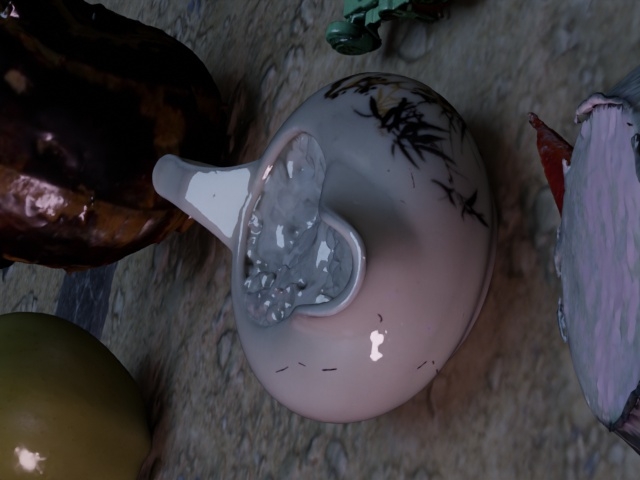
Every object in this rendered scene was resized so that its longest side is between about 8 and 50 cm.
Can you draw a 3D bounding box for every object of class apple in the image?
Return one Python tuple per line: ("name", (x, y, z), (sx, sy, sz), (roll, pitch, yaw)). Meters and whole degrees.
("apple", (-0.247, 0.160, 1.225), (0.200, 0.200, 0.200), (-41, 42, 51))

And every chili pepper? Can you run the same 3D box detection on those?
("chili pepper", (0.135, -0.008, 0.705), (0.027, 0.045, 0.178), (-24, 42, 9))

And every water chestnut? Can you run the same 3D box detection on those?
("water chestnut", (-0.236, -0.081, 1.205), (0.300, 0.300, 0.300), (-41, 42, 51))

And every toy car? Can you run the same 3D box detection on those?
("toy car", (0.054, -0.173, 0.940), (0.143, 0.054, 0.073), (-25, 57, 61))

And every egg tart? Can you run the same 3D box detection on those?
("egg tart", (0.146, 0.009, 0.533), (0.234, 0.094, 0.234), (178, 90, -83))

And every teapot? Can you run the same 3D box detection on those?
("teapot", (0.000, 0.000, 0.851), (0.299, 0.166, 0.208), (19, 106, 55))
